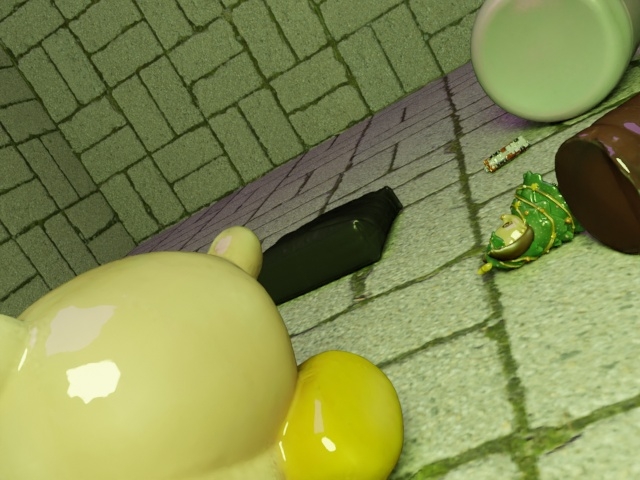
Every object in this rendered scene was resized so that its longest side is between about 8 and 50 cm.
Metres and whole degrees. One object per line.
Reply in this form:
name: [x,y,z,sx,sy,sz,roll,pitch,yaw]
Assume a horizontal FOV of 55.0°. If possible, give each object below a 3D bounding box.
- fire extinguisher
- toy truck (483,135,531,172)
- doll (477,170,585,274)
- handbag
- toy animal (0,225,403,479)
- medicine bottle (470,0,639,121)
fire extinguisher: [0.368,-0.130,0.526,0.337,0.135,0.114,-32,28,-7]
toy truck: [0.290,-0.134,0.949,0.083,0.024,0.032,-35,-16,-4]
doll: [0.209,-0.001,0.604,0.113,0.076,0.078,-60,-11,-3]
handbag: [0.000,0.000,0.970,0.247,0.080,0.223,-25,14,22]
toy animal: [-0.139,0.141,0.387,0.277,0.247,0.345,-22,16,41]
medicine bottle: [0.407,-0.356,1.029,0.241,0.241,0.302,-18,18,43]
